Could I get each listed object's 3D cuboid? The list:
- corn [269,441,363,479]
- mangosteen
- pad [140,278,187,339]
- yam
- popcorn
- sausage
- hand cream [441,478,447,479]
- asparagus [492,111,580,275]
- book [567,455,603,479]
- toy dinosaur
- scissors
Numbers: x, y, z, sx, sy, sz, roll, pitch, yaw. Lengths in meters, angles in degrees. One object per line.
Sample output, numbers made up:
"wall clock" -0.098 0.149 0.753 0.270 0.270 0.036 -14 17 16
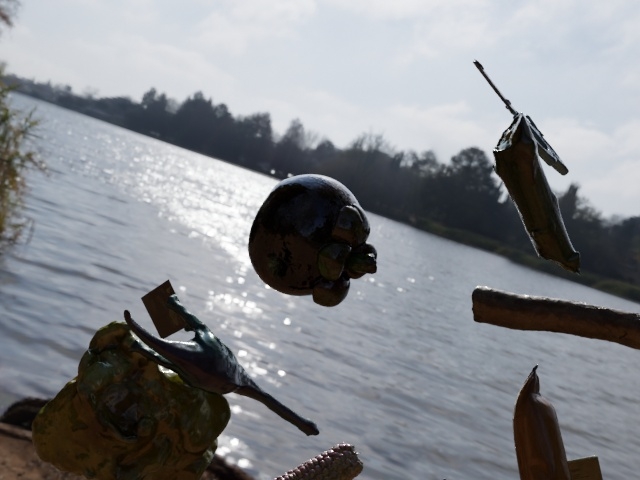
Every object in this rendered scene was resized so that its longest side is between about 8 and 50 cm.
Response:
"corn" -0.042 0.618 1.707 0.335 0.126 0.127 -24 17 -15
"mangosteen" -0.011 -0.006 1.582 0.301 0.300 0.300 19 3 -1
"pad" -0.401 0.181 1.772 0.004 0.127 0.190 -26 -2 -40
"yam" 0.474 0.153 1.338 0.357 0.081 0.081 10 0 21
"popcorn" -0.363 0.352 1.377 0.334 0.292 0.294 36 -34 -28
"sausage" 0.488 0.444 1.538 0.112 0.328 0.112 -5 -16 -1
"hand cream" 0.263 0.816 1.966 0.139 0.314 0.089 61 -2 14
"asparagus" 0.391 -0.065 1.246 0.343 0.085 0.082 64 -6 -22
"book" 0.591 0.597 1.642 0.168 0.192 0.013 -15 28 12
"toy dinosaur" -0.150 0.241 1.187 0.331 0.129 0.383 33 -9 11
"scissors" 0.446 -0.295 1.571 0.191 0.029 0.360 13 44 -52
